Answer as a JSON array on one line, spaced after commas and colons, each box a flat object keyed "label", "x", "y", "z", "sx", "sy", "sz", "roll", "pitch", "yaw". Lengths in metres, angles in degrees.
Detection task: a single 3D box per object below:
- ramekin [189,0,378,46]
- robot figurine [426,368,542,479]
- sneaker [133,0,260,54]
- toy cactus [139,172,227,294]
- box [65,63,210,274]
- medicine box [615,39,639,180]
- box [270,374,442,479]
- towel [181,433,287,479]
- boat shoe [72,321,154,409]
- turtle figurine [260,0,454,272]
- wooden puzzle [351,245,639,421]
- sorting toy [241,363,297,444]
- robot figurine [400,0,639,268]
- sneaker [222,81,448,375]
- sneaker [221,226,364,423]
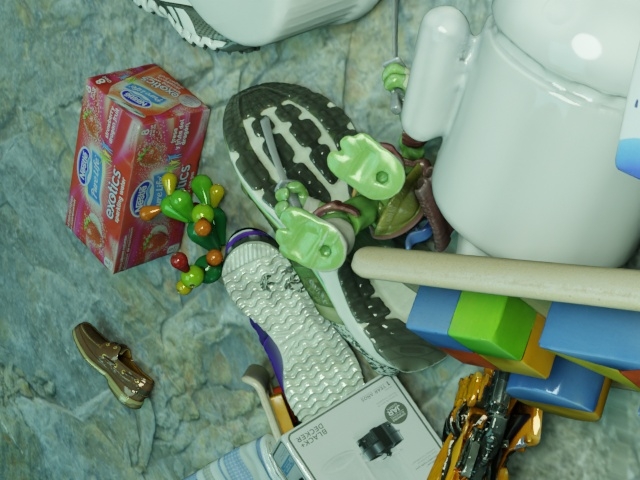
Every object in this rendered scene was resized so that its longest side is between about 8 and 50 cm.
[{"label": "ramekin", "x": -0.063, "y": -0.339, "z": 1.162, "sx": 0.277, "sy": 0.135, "sz": 0.277, "roll": 40, "pitch": 147, "yaw": 33}, {"label": "robot figurine", "x": 0.157, "y": 0.264, "z": 1.160, "sx": 0.085, "sy": 0.291, "sz": 0.211, "roll": 20, "pitch": 168, "yaw": -1}, {"label": "sneaker", "x": -0.154, "y": -0.309, "z": 1.365, "sx": 0.234, "sy": 0.078, "sz": 0.106, "roll": 36, "pitch": 132, "yaw": 34}, {"label": "toy cactus", "x": -0.152, "y": 0.011, "z": 1.451, "sx": 0.180, "sy": 0.112, "sz": 0.219, "roll": 55, "pitch": -170, "yaw": -33}, {"label": "box", "x": -0.258, "y": -0.098, "z": 1.529, "sx": 0.128, "sy": 0.123, "sz": 0.256, "roll": 41, "pitch": 132, "yaw": 29}, {"label": "medicine box", "x": 0.353, "y": -0.181, "z": 0.740, "sx": 0.149, "sy": 0.264, "sz": 0.289, "roll": 28, "pitch": 125, "yaw": 37}, {"label": "box", "x": 0.090, "y": 0.319, "z": 1.289, "sx": 0.290, "sy": 0.169, "sz": 0.087, "roll": 54, "pitch": 155, "yaw": 15}, {"label": "towel", "x": -0.104, "y": 0.417, "z": 1.651, "sx": 0.285, "sy": 0.034, "sz": 0.209, "roll": -36, "pitch": 79, "yaw": 48}, {"label": "boat shoe", "x": -0.331, "y": 0.191, "z": 1.784, "sx": 0.178, "sy": 0.064, "sz": 0.060, "roll": 45, "pitch": 103, "yaw": 22}, {"label": "turtle figurine", "x": 0.018, "y": -0.086, "z": 1.116, "sx": 0.198, "sy": 0.266, "sz": 0.274, "roll": -18, "pitch": 99, "yaw": 16}, {"label": "wooden puzzle", "x": 0.238, "y": 0.100, "z": 0.937, "sx": 0.322, "sy": 0.348, "sz": 0.080, "roll": 4, "pitch": 73, "yaw": 45}, {"label": "sorting toy", "x": -0.040, "y": 0.258, "z": 1.448, "sx": 0.193, "sy": 0.038, "sz": 0.208, "roll": 107, "pitch": 138, "yaw": -89}, {"label": "robot figurine", "x": 0.219, "y": -0.109, "z": 0.960, "sx": 0.300, "sy": 0.199, "sz": 0.353, "roll": 15, "pitch": 126, "yaw": -3}, {"label": "sneaker", "x": 0.000, "y": 0.000, "z": 1.299, "sx": 0.410, "sy": 0.158, "sz": 0.182, "roll": 59, "pitch": 155, "yaw": 18}, {"label": "sneaker", "x": -0.036, "y": 0.101, "z": 1.405, "sx": 0.293, "sy": 0.102, "sz": 0.146, "roll": 64, "pitch": 179, "yaw": -23}]
